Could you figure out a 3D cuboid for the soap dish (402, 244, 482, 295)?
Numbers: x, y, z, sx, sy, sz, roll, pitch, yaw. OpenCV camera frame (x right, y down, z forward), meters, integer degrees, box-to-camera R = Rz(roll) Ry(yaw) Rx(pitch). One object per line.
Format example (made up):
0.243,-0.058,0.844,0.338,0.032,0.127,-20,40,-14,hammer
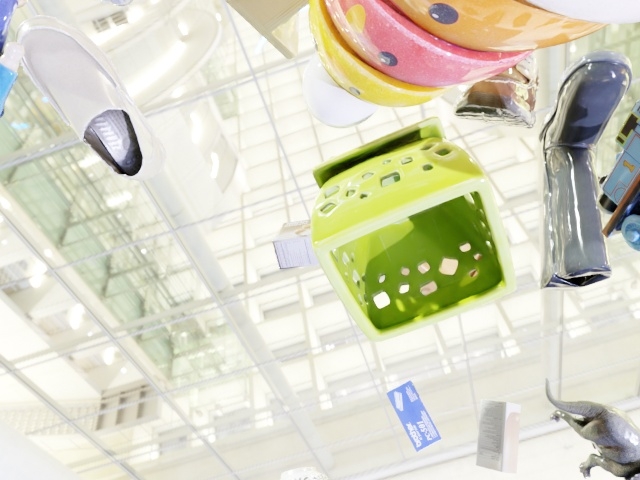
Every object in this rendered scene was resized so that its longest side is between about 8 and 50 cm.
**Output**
0.265,-0.004,1.225,0.229,0.291,0.118,-54,-164,-13,soap dish

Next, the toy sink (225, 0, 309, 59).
-0.071,-0.420,0.801,0.131,0.234,0.153,-23,-130,32,toy sink

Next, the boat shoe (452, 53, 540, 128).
0.297,-0.251,0.875,0.122,0.120,0.324,13,-165,20,boat shoe

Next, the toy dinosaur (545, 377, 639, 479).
0.544,0.368,1.001,0.121,0.314,0.160,-29,179,-35,toy dinosaur

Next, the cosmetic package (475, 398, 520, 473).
0.309,0.338,0.927,0.060,0.041,0.115,-13,-118,56,cosmetic package

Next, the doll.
-0.312,-0.153,0.491,0.129,0.046,0.189,-13,-111,26,doll

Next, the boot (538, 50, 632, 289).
0.592,-0.135,1.205,0.146,0.367,0.445,7,-109,11,boot

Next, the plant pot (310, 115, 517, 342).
0.117,-0.027,0.756,0.227,0.228,0.207,-22,-138,10,plant pot

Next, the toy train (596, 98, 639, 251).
0.354,-0.069,0.556,0.080,0.184,0.105,-18,-126,-13,toy train

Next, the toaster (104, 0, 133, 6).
-0.364,-0.543,0.929,0.129,0.146,0.227,26,-95,5,toaster

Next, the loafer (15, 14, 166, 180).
-0.321,-0.196,0.762,0.102,0.268,0.092,-37,-155,4,loafer

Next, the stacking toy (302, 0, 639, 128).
0.103,-0.260,0.595,0.350,0.480,0.351,7,-111,-19,stacking toy

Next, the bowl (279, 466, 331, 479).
-0.041,0.520,1.107,0.170,0.170,0.080,-16,-121,6,bowl

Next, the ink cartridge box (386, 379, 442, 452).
0.153,0.292,0.889,0.046,0.207,0.097,-27,-111,-1,ink cartridge box

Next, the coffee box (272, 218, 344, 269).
0.000,0.000,1.566,0.246,0.098,0.141,-7,-158,17,coffee box
